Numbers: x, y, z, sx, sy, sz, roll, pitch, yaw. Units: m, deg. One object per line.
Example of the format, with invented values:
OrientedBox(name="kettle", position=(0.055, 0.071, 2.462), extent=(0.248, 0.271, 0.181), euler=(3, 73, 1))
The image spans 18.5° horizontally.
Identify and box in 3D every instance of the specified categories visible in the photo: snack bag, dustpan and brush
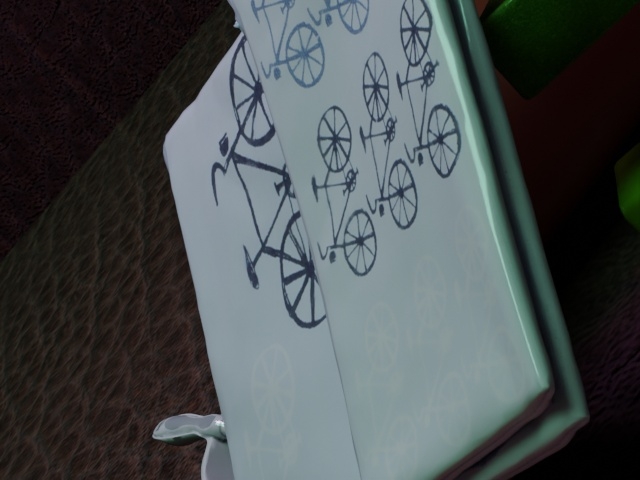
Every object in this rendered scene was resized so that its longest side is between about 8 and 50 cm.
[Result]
OrientedBox(name="snack bag", position=(0.000, 0.000, 0.984), extent=(0.342, 0.037, 0.323), euler=(-47, 52, 54))
OrientedBox(name="dustpan and brush", position=(-0.045, 0.128, 1.290), extent=(0.211, 0.060, 0.147), euler=(-23, 31, 58))

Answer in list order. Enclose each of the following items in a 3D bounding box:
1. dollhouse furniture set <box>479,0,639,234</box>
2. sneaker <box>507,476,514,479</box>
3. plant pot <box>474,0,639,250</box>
OrientedBox(name="dollhouse furniture set", position=(0.247, -0.136, 0.906), extent=(0.301, 0.197, 0.151), euler=(-42, 5, 23))
OrientedBox(name="sneaker", position=(0.058, 0.092, 1.079), extent=(0.093, 0.088, 0.225), euler=(-45, 25, 0))
OrientedBox(name="plant pot", position=(0.071, -0.101, 1.190), extent=(0.243, 0.275, 0.275), euler=(-63, 18, -8))
